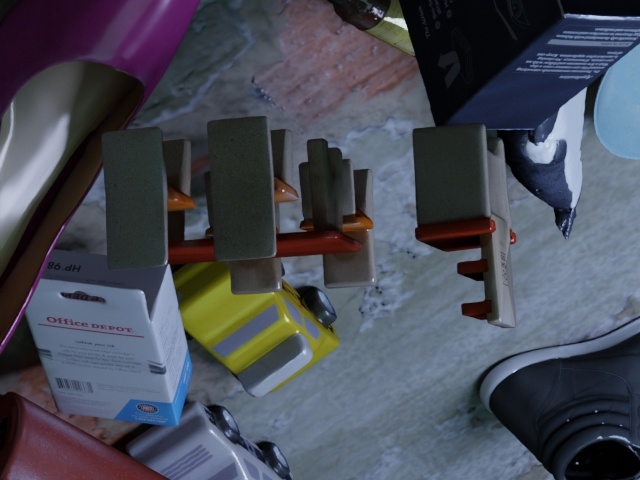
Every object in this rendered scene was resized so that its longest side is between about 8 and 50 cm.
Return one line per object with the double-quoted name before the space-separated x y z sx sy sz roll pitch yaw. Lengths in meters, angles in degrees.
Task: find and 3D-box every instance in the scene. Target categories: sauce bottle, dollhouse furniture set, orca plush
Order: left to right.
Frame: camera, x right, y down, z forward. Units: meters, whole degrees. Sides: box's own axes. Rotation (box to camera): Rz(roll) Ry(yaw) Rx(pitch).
"dollhouse furniture set" 0.000 0.000 1.297 0.259 0.135 0.262 -5 173 15
"sauce bottle" 0.039 -0.169 1.347 0.042 0.042 0.128 -44 141 21
"orca plush" 0.156 -0.126 1.462 0.287 0.102 0.151 65 43 -62

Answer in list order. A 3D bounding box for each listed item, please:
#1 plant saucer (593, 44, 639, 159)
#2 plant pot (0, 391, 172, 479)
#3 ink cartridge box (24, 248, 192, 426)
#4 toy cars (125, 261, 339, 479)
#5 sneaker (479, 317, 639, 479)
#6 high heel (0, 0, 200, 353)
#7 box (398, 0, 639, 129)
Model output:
"plant saucer" 0.296 -0.151 1.518 0.195 0.037 0.195 -22 142 -18
"plant pot" -0.207 0.272 1.509 0.272 0.272 0.265 -42 116 18
"ink cartridge box" -0.164 0.066 1.445 0.104 0.060 0.180 7 142 10
"toy cars" -0.068 0.153 1.616 0.176 0.087 0.393 -8 138 -23
"sneaker" 0.316 0.158 1.805 0.296 0.147 0.104 -15 139 -18
"high heel" -0.181 -0.034 1.257 0.127 0.181 0.377 17 124 -42
"box" 0.133 -0.178 1.267 0.093 0.156 0.158 -2 156 -32
